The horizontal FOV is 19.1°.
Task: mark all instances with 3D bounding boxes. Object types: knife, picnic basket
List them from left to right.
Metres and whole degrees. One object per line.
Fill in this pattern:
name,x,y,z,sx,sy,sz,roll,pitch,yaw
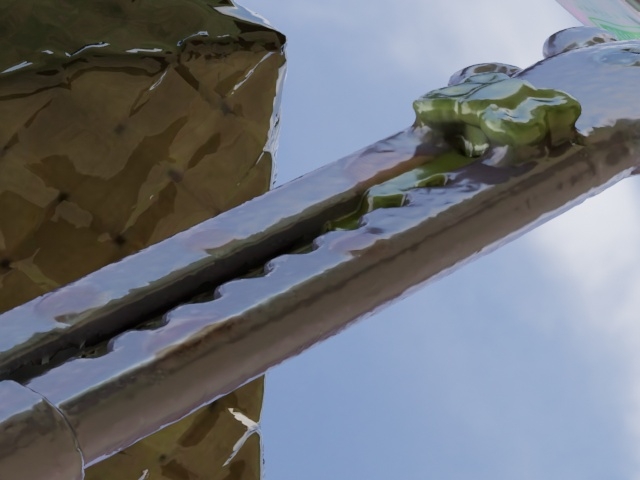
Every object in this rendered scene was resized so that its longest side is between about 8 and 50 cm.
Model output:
picnic basket,-0.182,-0.019,0.903,0.293,0.337,0.337,-14,-98,-29
knife,0.000,-0.001,0.563,0.398,0.132,0.038,-27,-59,-35

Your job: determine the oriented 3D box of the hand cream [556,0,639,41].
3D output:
hand cream,0.102,-0.131,0.861,0.275,0.050,0.079,38,-157,-24
